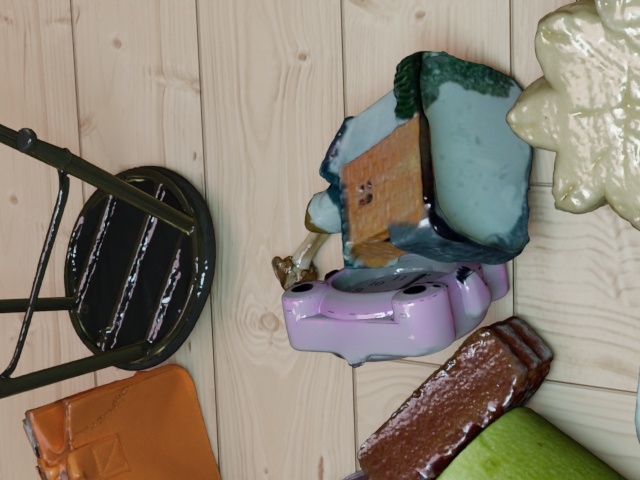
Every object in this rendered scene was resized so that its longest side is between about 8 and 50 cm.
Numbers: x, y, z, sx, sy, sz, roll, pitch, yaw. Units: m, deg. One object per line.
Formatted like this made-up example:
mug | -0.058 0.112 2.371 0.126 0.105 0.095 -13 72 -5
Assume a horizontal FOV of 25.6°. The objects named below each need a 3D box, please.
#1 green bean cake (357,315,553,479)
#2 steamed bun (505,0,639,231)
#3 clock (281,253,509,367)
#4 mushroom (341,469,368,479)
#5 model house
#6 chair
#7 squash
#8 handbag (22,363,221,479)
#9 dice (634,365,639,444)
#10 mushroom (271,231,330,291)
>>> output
green bean cake | 0.174 0.206 1.734 0.097 0.198 0.232 48 118 17
steamed bun | 0.357 -0.153 1.570 0.292 0.137 0.295 -14 99 33
clock | 0.100 0.073 1.724 0.228 0.248 0.090 0 106 36
mushroom | 0.063 0.364 1.886 0.117 0.141 0.188 48 128 -8
model house | 0.096 -0.066 1.723 0.291 0.184 0.253 -24 59 43
chair | -0.386 0.019 1.931 0.362 0.410 0.364 23 97 41
squash | 0.299 0.364 1.664 0.309 0.233 0.210 42 87 21
handbag | -0.256 0.402 2.017 0.116 0.303 0.410 -16 89 32
dice | 0.473 0.107 1.419 0.265 0.262 0.268 10 117 19
mushroom | 0.000 0.000 1.906 0.187 0.061 0.060 -50 65 28
